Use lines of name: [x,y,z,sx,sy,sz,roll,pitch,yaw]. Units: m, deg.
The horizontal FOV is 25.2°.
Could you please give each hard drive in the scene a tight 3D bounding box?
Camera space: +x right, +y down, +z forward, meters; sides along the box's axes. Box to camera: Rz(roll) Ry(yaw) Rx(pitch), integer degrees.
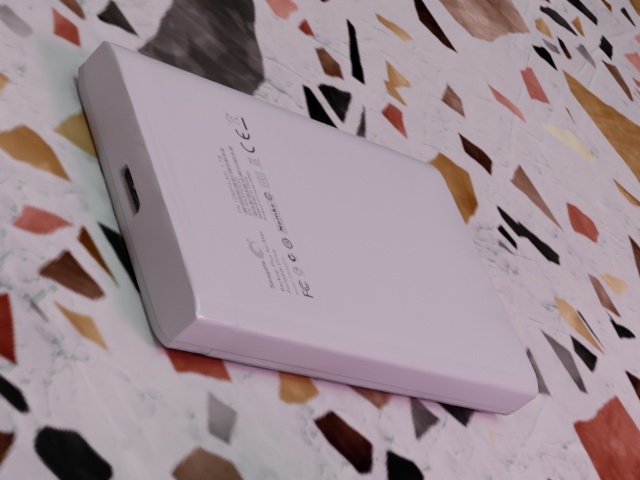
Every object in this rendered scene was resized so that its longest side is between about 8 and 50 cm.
hard drive: [0.000,0.000,0.900,0.307,0.040,0.203,17,41,-45]
